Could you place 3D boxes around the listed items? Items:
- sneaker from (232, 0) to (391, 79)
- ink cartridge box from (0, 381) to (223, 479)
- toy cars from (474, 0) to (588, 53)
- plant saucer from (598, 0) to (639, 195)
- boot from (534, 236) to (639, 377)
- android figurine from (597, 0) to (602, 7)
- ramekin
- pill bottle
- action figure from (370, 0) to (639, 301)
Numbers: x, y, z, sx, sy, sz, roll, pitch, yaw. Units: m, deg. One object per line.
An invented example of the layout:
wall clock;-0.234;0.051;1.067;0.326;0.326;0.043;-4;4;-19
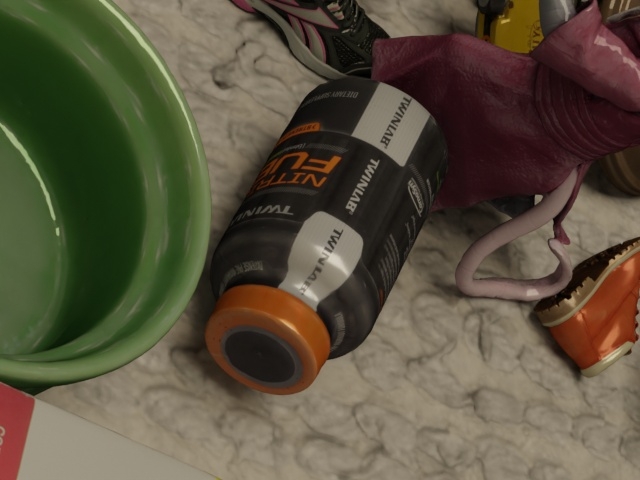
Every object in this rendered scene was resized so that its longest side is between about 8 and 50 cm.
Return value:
sneaker;-0.002;-0.197;1.497;0.178;0.077;0.072;30;52;-26
ink cartridge box;-0.152;0.228;0.999;0.384;0.279;0.160;27;53;-27
toy cars;0.115;-0.247;1.590;0.176;0.087;0.394;-41;109;-11
plant saucer;0.331;-0.175;1.690;0.278;0.041;0.278;-23;119;-50
boot;0.257;0.055;1.606;0.158;0.059;0.085;-39;98;-37
android figurine;0.209;-0.326;1.765;0.248;0.056;0.273;24;55;-30
ramekin;-0.233;-0.031;1.160;0.303;0.148;0.303;20;56;-32
pill bottle;0.000;0.000;1.357;0.130;0.130;0.246;42;47;-16
action figure;0.198;-0.105;1.389;0.248;0.370;0.276;-1;83;-38
